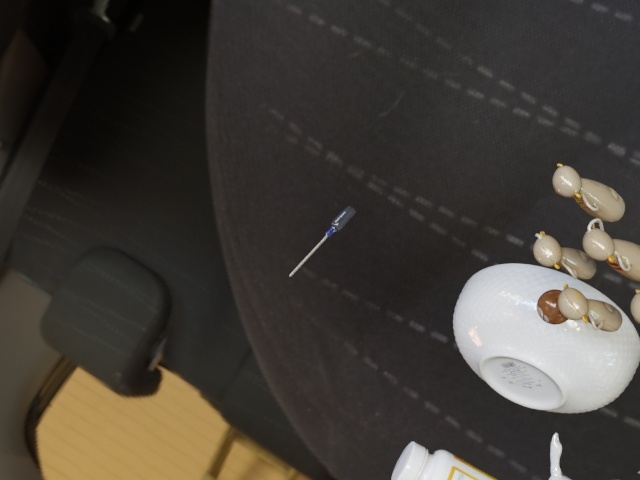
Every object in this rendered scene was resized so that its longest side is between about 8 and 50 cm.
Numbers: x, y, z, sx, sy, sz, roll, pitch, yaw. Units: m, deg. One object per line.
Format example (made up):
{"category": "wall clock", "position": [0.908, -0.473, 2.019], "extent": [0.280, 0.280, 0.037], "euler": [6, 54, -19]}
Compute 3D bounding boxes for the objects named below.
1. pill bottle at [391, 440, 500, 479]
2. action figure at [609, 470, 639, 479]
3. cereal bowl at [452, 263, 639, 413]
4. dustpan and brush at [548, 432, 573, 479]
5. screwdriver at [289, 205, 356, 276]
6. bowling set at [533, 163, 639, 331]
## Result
{"category": "pill bottle", "position": [0.279, 0.529, 1.767], "extent": [0.246, 0.136, 0.136], "euler": [29, 167, 0]}
{"category": "action figure", "position": [0.775, 0.596, 1.907], "extent": [0.276, 0.164, 0.141], "euler": [8, 172, -18]}
{"category": "cereal bowl", "position": [0.387, 0.203, 1.508], "extent": [0.339, 0.141, 0.339], "euler": [25, 149, 16]}
{"category": "dustpan and brush", "position": [0.462, 0.479, 1.619], "extent": [0.060, 0.211, 0.147], "euler": [15, -166, 37]}
{"category": "screwdriver", "position": [0.000, 0.000, 1.457], "extent": [0.025, 0.170, 0.024], "euler": [45, 163, 10]}
{"category": "bowling set", "position": [0.369, 0.059, 1.182], "extent": [0.154, 0.200, 0.287], "euler": [20, -144, -39]}
